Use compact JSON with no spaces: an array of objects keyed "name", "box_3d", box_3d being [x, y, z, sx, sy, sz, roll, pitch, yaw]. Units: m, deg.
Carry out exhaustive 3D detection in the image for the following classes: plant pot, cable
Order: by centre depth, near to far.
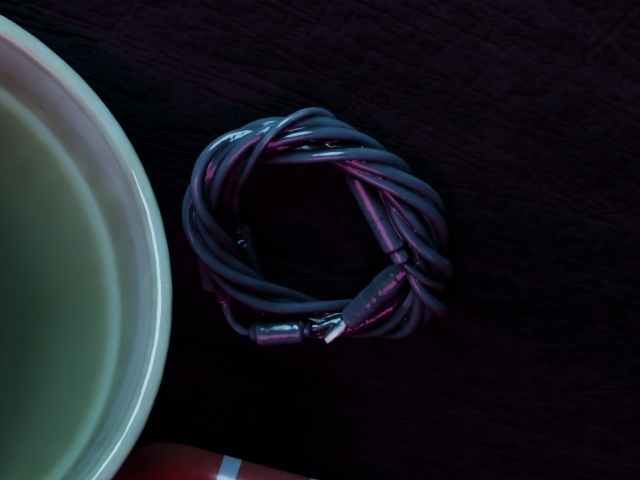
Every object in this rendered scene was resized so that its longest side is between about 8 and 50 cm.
[{"name":"plant pot","box_3d":[-0.280,0.049,1.006,0.323,0.323,0.280,31,154,-15]},{"name":"cable","box_3d":[0.000,0.000,1.011,0.150,0.047,0.184,9,138,11]}]

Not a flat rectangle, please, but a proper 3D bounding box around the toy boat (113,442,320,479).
[{"name":"toy boat","box_3d":[-0.049,0.205,1.163,0.231,0.151,0.151,14,152,3]}]
